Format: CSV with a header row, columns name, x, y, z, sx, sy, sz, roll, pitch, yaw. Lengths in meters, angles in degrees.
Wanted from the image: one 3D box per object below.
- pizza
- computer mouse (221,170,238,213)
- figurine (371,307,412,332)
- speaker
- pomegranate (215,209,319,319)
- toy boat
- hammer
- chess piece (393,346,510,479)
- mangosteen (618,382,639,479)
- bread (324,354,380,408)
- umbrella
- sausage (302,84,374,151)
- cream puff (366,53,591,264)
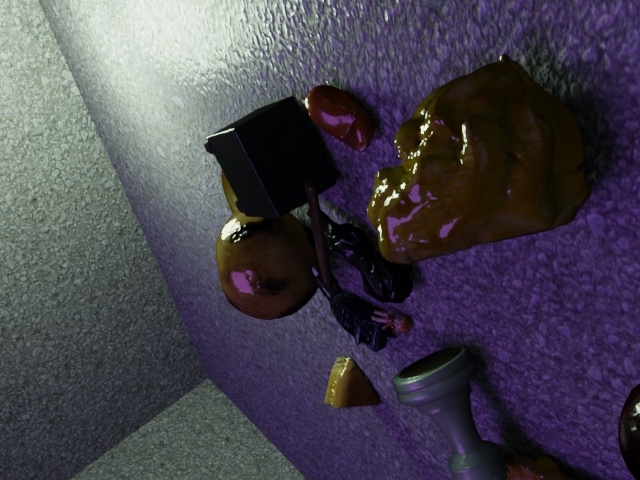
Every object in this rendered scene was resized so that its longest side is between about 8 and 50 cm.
name,x,y,z,sx,sy,sz,roll,pitch,yaw
pizza,0.572,0.647,1.461,0.435,0.080,0.391,17,133,57
computer mouse,-0.216,-0.087,2.001,0.158,0.072,0.310,6,128,62
figurine,0.180,0.201,1.653,0.109,0.064,0.047,15,159,36
speaker,-0.122,-0.190,1.562,0.254,0.184,0.232,6,125,64
pomegranate,-0.143,0.055,1.775,0.322,0.322,0.322,42,153,28
toy boat,0.094,0.214,1.780,0.246,0.103,0.092,32,123,51
hammer,0.000,0.000,1.540,0.111,0.044,0.365,55,163,41
chess piece,0.306,0.409,1.478,0.298,0.195,0.195,65,156,1
mangosteen,0.539,0.287,0.950,0.210,0.210,0.209,42,153,28
bread,0.114,0.470,2.121,0.160,0.169,0.140,19,165,-19
umbrella,0.083,0.023,1.547,0.340,0.118,0.118,41,152,29
sausage,0.042,-0.249,1.315,0.179,0.089,0.089,43,153,19
cream puff,0.210,-0.112,0.960,0.324,0.291,0.257,165,95,-84
